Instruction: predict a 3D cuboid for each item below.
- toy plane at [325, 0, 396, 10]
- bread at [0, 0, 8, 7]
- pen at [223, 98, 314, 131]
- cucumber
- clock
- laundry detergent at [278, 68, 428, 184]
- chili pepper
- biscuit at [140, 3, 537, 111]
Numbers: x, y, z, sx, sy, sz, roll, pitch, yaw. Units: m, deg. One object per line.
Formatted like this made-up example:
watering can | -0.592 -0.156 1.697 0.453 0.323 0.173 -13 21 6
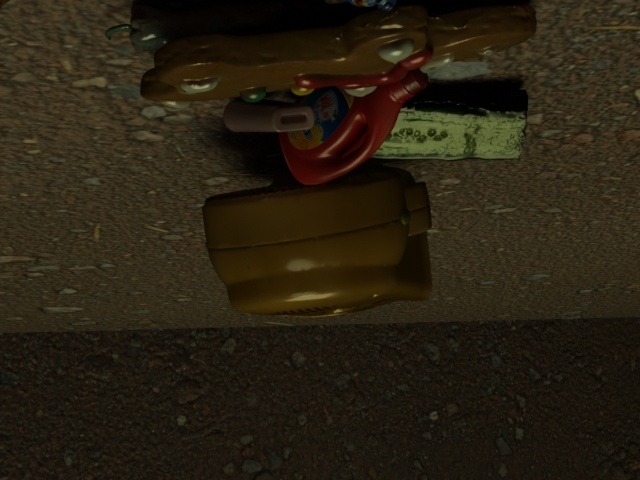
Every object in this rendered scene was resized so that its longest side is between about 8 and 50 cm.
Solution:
toy plane | 0.069 -0.207 0.761 0.167 0.062 0.054 -25 158 32
bread | -0.176 -0.193 0.557 0.129 0.134 0.260 -7 167 7
pen | -0.057 -0.122 1.052 0.053 0.032 0.197 -8 -170 -20
cucumber | 0.110 -0.129 1.139 0.211 0.062 0.078 1 129 1
clock | 0.000 0.000 1.244 0.244 0.200 0.317 -11 180 13
laundry detergent | 0.035 -0.122 1.052 0.165 0.097 0.049 -26 159 33
chili pepper | -0.101 -0.175 0.881 0.153 0.041 0.050 -3 -160 -6
biscuit | 0.023 -0.151 0.907 0.340 0.047 0.216 -9 -178 -14
